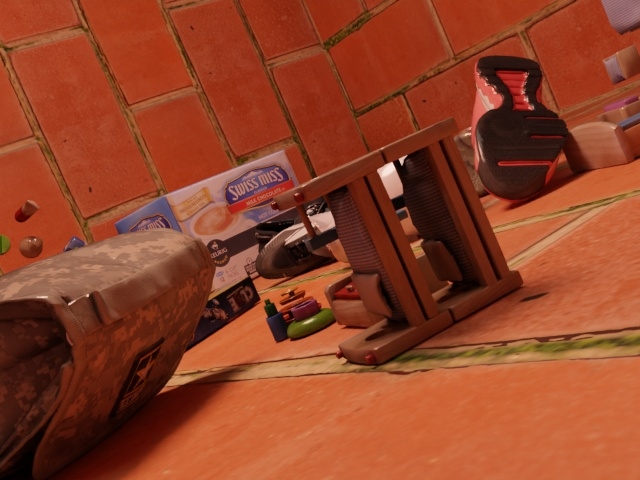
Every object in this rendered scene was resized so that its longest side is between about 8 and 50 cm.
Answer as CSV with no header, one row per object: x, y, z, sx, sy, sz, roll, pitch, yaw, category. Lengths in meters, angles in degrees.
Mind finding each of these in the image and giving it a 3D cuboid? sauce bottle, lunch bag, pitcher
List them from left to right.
-0.239,0.102,0.688,0.287,0.169,0.235,-27,2,21,lunch bag
0.101,-0.047,1.149,0.207,0.125,0.178,-35,-12,2,pitcher
0.323,-0.165,1.386,0.111,0.111,0.344,-21,3,36,sauce bottle

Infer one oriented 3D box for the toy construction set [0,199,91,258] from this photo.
-0.429,0.071,1.374,0.257,0.308,0.237,-35,9,-28,toy construction set

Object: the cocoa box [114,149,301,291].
-0.212,-0.019,1.731,0.347,0.228,0.231,-27,5,-42,cocoa box

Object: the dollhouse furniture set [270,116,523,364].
0.031,0.006,0.620,0.129,0.129,0.184,-26,5,-21,dollhouse furniture set

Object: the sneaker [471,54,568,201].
0.264,-0.130,1.104,0.116,0.136,0.314,4,40,7,sneaker

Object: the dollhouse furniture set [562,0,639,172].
0.363,-0.266,1.043,0.198,0.303,0.286,-24,4,-9,dollhouse furniture set

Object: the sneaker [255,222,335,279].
0.000,0.000,1.291,0.234,0.078,0.106,-22,1,3,sneaker

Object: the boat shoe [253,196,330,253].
-0.008,-0.030,1.479,0.127,0.113,0.340,-27,5,-38,boat shoe

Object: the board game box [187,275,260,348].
-0.209,0.126,1.106,0.165,0.042,0.243,-22,4,28,board game box

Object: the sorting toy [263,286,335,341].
-0.024,0.067,0.783,0.061,0.042,0.102,-25,4,-13,sorting toy
